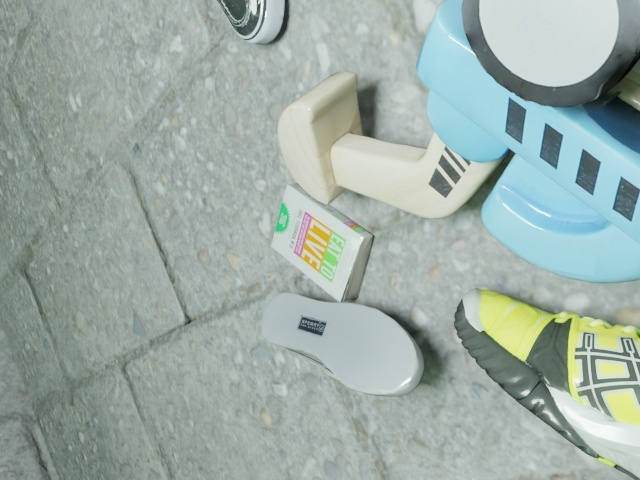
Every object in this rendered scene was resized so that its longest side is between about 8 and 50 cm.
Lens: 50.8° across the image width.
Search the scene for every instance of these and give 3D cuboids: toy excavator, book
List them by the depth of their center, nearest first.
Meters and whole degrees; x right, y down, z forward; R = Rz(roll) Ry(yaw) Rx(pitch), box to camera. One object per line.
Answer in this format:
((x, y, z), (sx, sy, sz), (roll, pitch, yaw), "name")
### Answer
((0.156, -0.089, 0.549), (0.433, 0.222, 0.445), (39, 148, 15), "toy excavator")
((0.000, 0.000, 0.874), (0.144, 0.035, 0.096), (36, 123, 34), "book")

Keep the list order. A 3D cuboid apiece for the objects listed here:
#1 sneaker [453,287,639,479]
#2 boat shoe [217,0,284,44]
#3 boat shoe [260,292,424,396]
((0.279, 0.128, 0.568), (0.384, 0.145, 0.147), (34, 93, 45), "sneaker")
((-0.138, -0.386, 0.821), (0.113, 0.104, 0.307), (-13, 94, 48), "boat shoe")
((0.033, 0.133, 0.838), (0.267, 0.088, 0.096), (7, 71, 47), "boat shoe")
